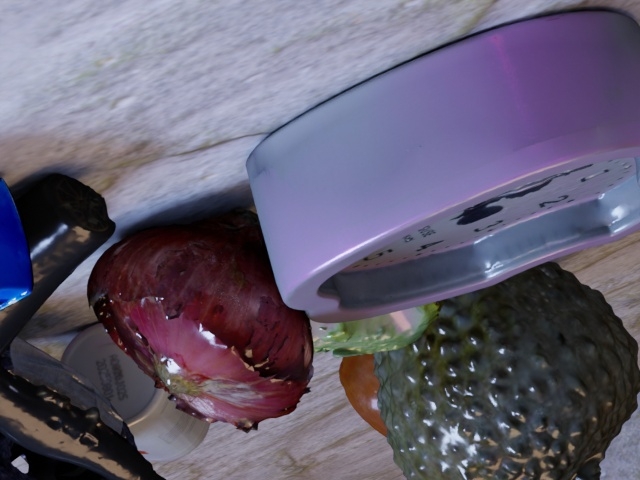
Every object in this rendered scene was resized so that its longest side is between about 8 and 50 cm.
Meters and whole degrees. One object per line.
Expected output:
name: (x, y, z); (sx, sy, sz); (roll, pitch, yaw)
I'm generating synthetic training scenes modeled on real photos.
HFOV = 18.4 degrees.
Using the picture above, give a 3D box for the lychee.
lychee: (0.164, 0.135, 1.835); (0.255, 0.274, 0.255); (-48, 178, -2)

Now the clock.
clock: (0.118, -0.049, 1.370); (0.338, 0.102, 0.338); (-17, 168, -4)

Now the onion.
onion: (-0.076, 0.048, 1.448); (0.147, 0.184, 0.184); (-57, 176, -15)

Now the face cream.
face cream: (-0.162, 0.149, 1.851); (0.102, 0.102, 0.345); (-17, 166, 1)

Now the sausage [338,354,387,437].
sausage: (0.151, 0.120, 2.040); (0.268, 0.141, 0.153); (-19, 167, 11)

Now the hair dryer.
hair dryer: (-0.167, 0.105, 1.386); (0.303, 0.120, 0.359); (-36, 128, 28)

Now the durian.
durian: (-0.009, 0.039, 1.601); (0.220, 0.095, 0.137); (-11, 149, -22)

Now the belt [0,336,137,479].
belt: (-0.261, 0.164, 1.593); (0.126, 0.140, 0.230); (-19, 143, 36)

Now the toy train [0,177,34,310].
toy train: (-0.286, 0.031, 1.215); (0.204, 0.083, 0.131); (-26, 165, 35)
